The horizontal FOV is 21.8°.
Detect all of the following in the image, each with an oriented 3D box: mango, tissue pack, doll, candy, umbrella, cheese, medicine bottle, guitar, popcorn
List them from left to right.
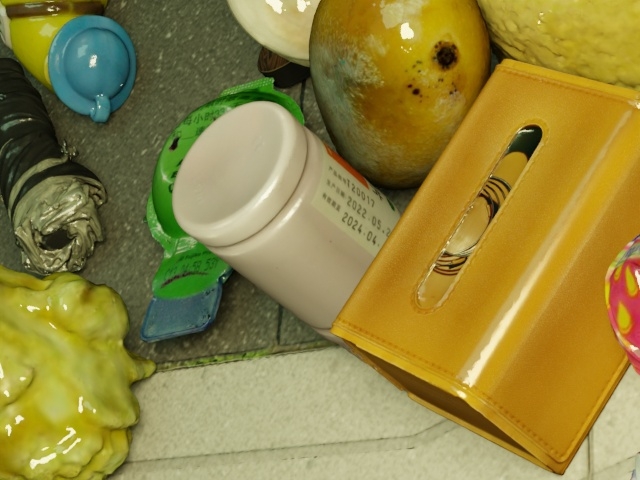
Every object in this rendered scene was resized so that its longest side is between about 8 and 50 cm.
[{"bbox_3d":[-0.294,0.137,1.607,0.255,0.256,0.195,-34,-13,-27],"label":"popcorn"},{"bbox_3d":[-0.329,-0.094,1.923,0.113,0.106,0.358,-35,44,5],"label":"umbrella"},{"bbox_3d":[-0.317,-0.262,2.038,0.363,0.145,0.199,-119,33,-40],"label":"doll"},{"bbox_3d":[-0.109,-0.037,1.680,0.204,0.083,0.320,-13,50,35],"label":"cheese"},{"bbox_3d":[-0.031,-0.277,1.829,0.084,0.038,0.271,-27,44,24],"label":"guitar"},{"bbox_3d":[0.000,0.000,1.415,0.133,0.249,0.133,-26,44,28],"label":"medicine bottle"},{"bbox_3d":[0.059,-0.140,1.490,0.193,0.146,0.316,67,161,11],"label":"mango"},{"bbox_3d":[0.163,0.013,1.335,0.194,0.145,0.274,22,76,52],"label":"tissue pack"},{"bbox_3d":[0.261,0.159,1.175,0.124,0.124,0.365,-13,63,37],"label":"candy"}]

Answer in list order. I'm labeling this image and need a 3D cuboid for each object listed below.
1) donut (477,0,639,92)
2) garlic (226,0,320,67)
[{"bbox_3d":[0.283,-0.301,1.446,0.435,0.163,0.378,0,62,43],"label":"donut"},{"bbox_3d":[0.024,-0.265,1.661,0.281,0.203,0.185,-36,-5,-43],"label":"garlic"}]
